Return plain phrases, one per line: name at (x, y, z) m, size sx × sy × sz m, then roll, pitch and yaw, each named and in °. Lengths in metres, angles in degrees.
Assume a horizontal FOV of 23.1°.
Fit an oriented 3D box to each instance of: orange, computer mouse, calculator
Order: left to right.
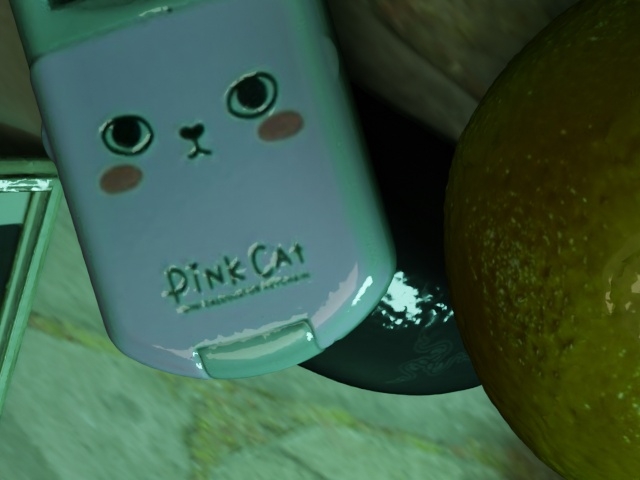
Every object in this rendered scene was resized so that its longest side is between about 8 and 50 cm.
calculator at (-0.055, -0.059, 0.694) m, size 0.141 × 0.045 × 0.246 m, roll -14°, pitch 93°, yaw 13°
computer mouse at (0.000, 0.000, 0.762) m, size 0.264 × 0.088 × 0.147 m, roll 36°, pitch 125°, yaw -9°
orange at (0.158, 0.000, 0.631) m, size 0.236 × 0.236 × 0.236 m, roll 8°, pitch 128°, yaw 10°

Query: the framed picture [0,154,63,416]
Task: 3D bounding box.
framed picture at (-0.287, 0.047, 0.808) m, size 0.293 × 0.018 × 0.231 m, roll -4°, pitch 136°, yaw -29°
